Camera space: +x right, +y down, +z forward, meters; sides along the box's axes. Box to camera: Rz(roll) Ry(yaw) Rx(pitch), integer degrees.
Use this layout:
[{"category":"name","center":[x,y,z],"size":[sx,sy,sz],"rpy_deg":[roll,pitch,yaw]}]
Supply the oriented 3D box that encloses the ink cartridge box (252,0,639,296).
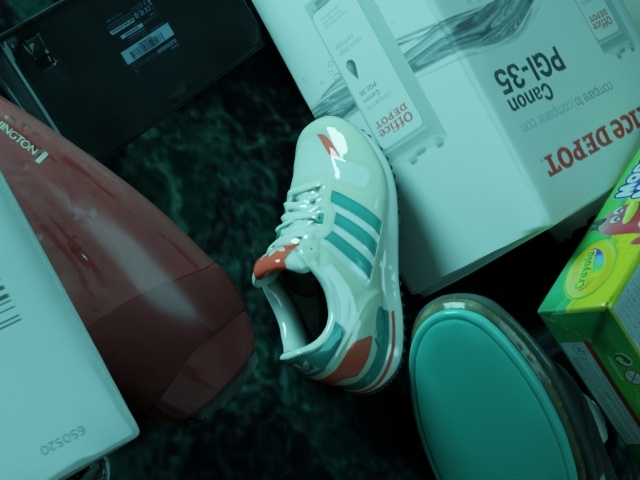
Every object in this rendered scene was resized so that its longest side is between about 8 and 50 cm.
[{"category":"ink cartridge box","center":[0.082,-0.136,0.890],"size":[0.207,0.117,0.283],"rpy_deg":[-27,88,-48]}]

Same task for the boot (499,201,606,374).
[{"category":"boot","center":[0.236,0.072,0.942],"size":[0.246,0.094,0.207],"rpy_deg":[-41,107,-36]}]

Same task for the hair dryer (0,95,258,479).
[{"category":"hair dryer","center":[-0.118,0.061,0.616],"size":[0.224,0.080,0.293],"rpy_deg":[2,67,-43]}]

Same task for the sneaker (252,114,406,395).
[{"category":"sneaker","center":[0.000,0.000,0.780],"size":[0.075,0.057,0.161],"rpy_deg":[16,60,-45]}]

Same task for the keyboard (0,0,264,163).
[{"category":"keyboard","center":[-0.105,-0.115,0.769],"size":[0.108,0.023,0.180],"rpy_deg":[59,41,-12]}]

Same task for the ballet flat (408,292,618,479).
[{"category":"ballet flat","center":[0.128,0.148,0.810],"size":[0.096,0.095,0.280],"rpy_deg":[-35,105,-58]}]

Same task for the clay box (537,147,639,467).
[{"category":"clay box","center":[0.219,0.009,0.841],"size":[0.127,0.053,0.222],"rpy_deg":[55,52,-23]}]

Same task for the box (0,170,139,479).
[{"category":"box","center":[-0.192,0.037,0.492],"size":[0.182,0.119,0.181],"rpy_deg":[-28,88,-30]}]
